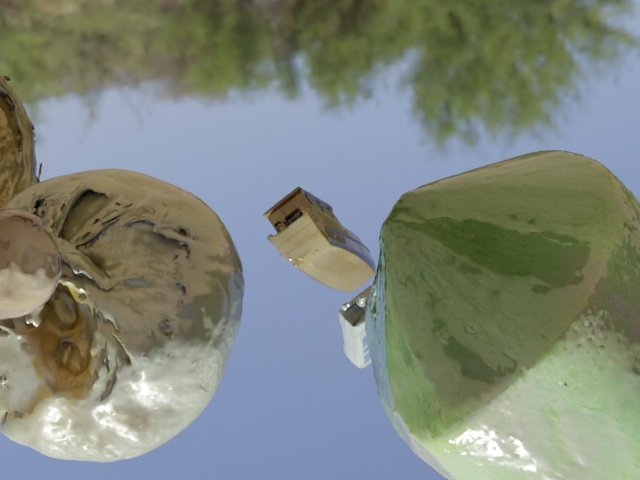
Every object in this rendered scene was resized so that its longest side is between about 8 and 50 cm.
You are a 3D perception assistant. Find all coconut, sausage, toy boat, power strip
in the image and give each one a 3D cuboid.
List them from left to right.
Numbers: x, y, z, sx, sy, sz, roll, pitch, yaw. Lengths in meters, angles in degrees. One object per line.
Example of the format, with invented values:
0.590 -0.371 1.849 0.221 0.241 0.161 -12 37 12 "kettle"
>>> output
-0.205 0.017 1.081 0.065 0.066 0.301 -17 -175 -20 "sausage"
0.000 0.000 1.725 0.057 0.077 0.200 -39 158 9 "toy boat"
0.047 0.092 1.958 0.047 0.030 0.191 -38 162 -12 "power strip"
0.169 0.070 1.485 0.281 0.328 0.328 -36 178 29 "coconut"

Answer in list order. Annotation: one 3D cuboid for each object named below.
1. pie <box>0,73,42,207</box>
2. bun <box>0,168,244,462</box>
-0.424 -0.080 1.891 0.274 0.274 0.055 -17 180 -19 "pie"
-0.214 0.063 1.635 0.287 0.287 0.146 -9 168 23 "bun"
